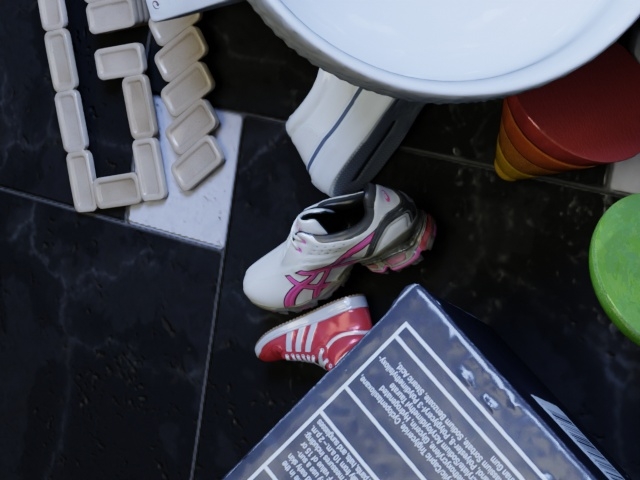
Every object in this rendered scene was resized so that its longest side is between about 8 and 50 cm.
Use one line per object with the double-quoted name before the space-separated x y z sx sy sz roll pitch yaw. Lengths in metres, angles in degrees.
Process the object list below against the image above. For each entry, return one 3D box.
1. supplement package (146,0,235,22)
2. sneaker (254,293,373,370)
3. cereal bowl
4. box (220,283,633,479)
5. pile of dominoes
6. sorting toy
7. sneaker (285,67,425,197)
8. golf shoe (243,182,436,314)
"supplement package" -0.043 -0.298 1.281 0.203 0.149 0.194 -9 100 39
"sneaker" -0.002 0.096 1.357 0.118 0.042 0.067 -28 72 32
"cereal bowl" 0.077 -0.256 1.108 0.141 0.339 0.338 170 96 -78
"box" 0.085 0.245 1.165 0.294 0.183 0.296 -45 64 8
"pile of dominoes" -0.167 -0.159 1.491 0.196 0.040 0.251 -5 97 37
"sorting toy" 0.213 0.026 1.169 0.126 0.127 0.365 -49 59 54
"sneaker" 0.052 -0.150 1.274 0.091 0.094 0.258 50 120 20
"golf shoe" 0.000 0.000 1.318 0.186 0.086 0.067 -26 43 33
